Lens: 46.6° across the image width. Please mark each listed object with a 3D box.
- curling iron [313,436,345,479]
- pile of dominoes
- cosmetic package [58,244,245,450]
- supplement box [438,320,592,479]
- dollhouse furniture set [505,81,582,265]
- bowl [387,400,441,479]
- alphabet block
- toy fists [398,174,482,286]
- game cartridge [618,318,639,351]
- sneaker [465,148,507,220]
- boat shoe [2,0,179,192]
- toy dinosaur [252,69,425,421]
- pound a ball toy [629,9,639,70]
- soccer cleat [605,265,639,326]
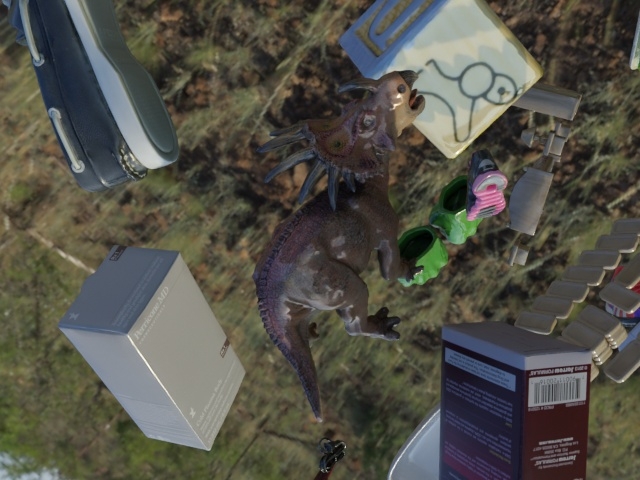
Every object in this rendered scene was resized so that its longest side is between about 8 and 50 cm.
[{"bbox_3d":[-0.037,0.440,1.235,0.035,0.274,0.068,11,139,36],"label":"curling iron"},{"bbox_3d":[0.403,0.076,0.983,0.040,0.251,0.196,49,175,-29],"label":"pile of dominoes"},{"bbox_3d":[-0.188,0.129,0.877,0.107,0.127,0.238,6,140,22],"label":"cosmetic package"},{"bbox_3d":[0.167,0.202,0.664,0.130,0.073,0.239,-166,76,-67],"label":"supplement box"},{"bbox_3d":[0.434,-0.167,1.649,0.174,0.303,0.355,19,111,16],"label":"dollhouse furniture set"},{"bbox_3d":[0.163,0.254,0.859,0.142,0.142,0.053,34,-167,-4],"label":"bowl"},{"bbox_3d":[0.175,-0.276,1.112,0.197,0.192,0.193,39,-162,-29],"label":"alphabet block"},{"bbox_3d":[0.260,-0.016,1.628,0.096,0.279,0.142,35,168,33],"label":"toy fists"},{"bbox_3d":[0.582,0.070,1.150,0.060,0.196,0.294,40,136,18],"label":"game cartridge"},{"bbox_3d":[0.190,-0.066,0.876,0.119,0.047,0.057,83,171,-65],"label":"sneaker"},{"bbox_3d":[-0.227,-0.190,0.651,0.114,0.091,0.302,-7,-105,-78],"label":"boat shoe"},{"bbox_3d":[0.000,0.000,0.679,0.127,0.295,0.200,14,161,32],"label":"toy dinosaur"},{"bbox_3d":[0.777,-0.388,1.571,0.319,0.136,0.208,60,-173,-60],"label":"pound a ball toy"},{"bbox_3d":[0.714,0.128,1.691,0.109,0.116,0.318,0,-177,11],"label":"soccer cleat"}]
